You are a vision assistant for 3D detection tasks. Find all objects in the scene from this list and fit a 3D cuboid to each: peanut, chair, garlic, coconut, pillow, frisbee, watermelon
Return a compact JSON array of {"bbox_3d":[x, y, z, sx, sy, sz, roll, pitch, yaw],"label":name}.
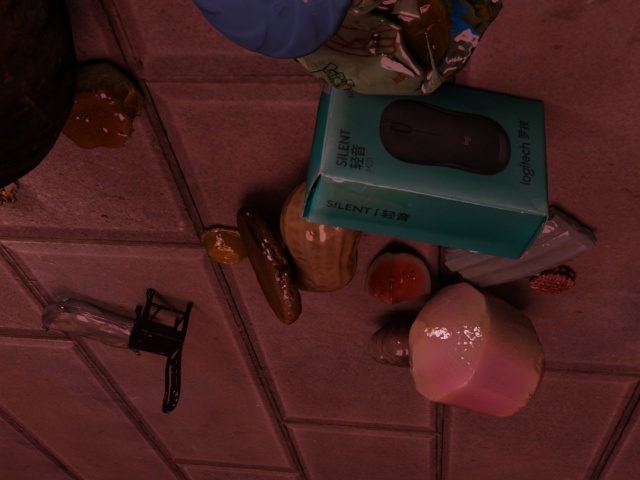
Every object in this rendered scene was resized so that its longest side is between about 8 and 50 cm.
[{"bbox_3d":[0.000,0.000,1.355,0.146,0.147,0.306,6,146,4],"label":"peanut"},{"bbox_3d":[-0.343,0.235,1.702,0.113,0.229,0.106,17,145,-19],"label":"chair"},{"bbox_3d":[0.184,0.211,1.669,0.159,0.102,0.147,2,162,31],"label":"garlic"},{"bbox_3d":[0.277,0.198,1.516,0.245,0.233,0.233,24,144,-24],"label":"coconut"},{"bbox_3d":[-0.495,0.191,1.824,0.254,0.059,0.169,20,145,-20],"label":"pillow"},{"bbox_3d":[-0.088,-0.316,0.845,0.289,0.049,0.290,29,143,25],"label":"frisbee"},{"bbox_3d":[0.132,0.072,1.473,0.125,0.094,0.135,7,143,17],"label":"watermelon"}]

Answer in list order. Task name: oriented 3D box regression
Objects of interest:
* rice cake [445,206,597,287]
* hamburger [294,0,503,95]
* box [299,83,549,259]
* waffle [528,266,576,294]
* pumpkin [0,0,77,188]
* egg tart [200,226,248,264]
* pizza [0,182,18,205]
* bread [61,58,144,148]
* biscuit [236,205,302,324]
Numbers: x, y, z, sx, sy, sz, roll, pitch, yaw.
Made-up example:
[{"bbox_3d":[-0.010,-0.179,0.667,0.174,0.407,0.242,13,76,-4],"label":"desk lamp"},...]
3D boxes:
[{"bbox_3d":[0.340,0.018,1.390,0.127,0.043,0.237,30,142,-32],"label":"rice cake"},{"bbox_3d":[0.071,-0.249,0.948,0.275,0.151,0.261,10,148,-4],"label":"hamburger"},{"bbox_3d":[0.143,-0.108,1.096,0.311,0.205,0.118,11,145,-3],"label":"box"},{"bbox_3d":[0.419,0.074,1.472,0.075,0.029,0.083,30,143,-29],"label":"waffle"},{"bbox_3d":[-0.514,-0.224,0.939,0.453,0.344,0.454,2,150,1],"label":"pumpkin"},{"bbox_3d":[-0.174,0.014,1.502,0.105,0.039,0.105,7,149,4],"label":"egg tart"},{"bbox_3d":[-0.615,-0.104,1.390,0.193,0.069,0.154,28,141,-25],"label":"pizza"},{"bbox_3d":[-0.328,-0.195,1.192,0.140,0.069,0.128,-7,145,24],"label":"bread"},{"bbox_3d":[-0.087,0.042,1.385,0.042,0.226,0.226,-24,148,-13],"label":"biscuit"}]
